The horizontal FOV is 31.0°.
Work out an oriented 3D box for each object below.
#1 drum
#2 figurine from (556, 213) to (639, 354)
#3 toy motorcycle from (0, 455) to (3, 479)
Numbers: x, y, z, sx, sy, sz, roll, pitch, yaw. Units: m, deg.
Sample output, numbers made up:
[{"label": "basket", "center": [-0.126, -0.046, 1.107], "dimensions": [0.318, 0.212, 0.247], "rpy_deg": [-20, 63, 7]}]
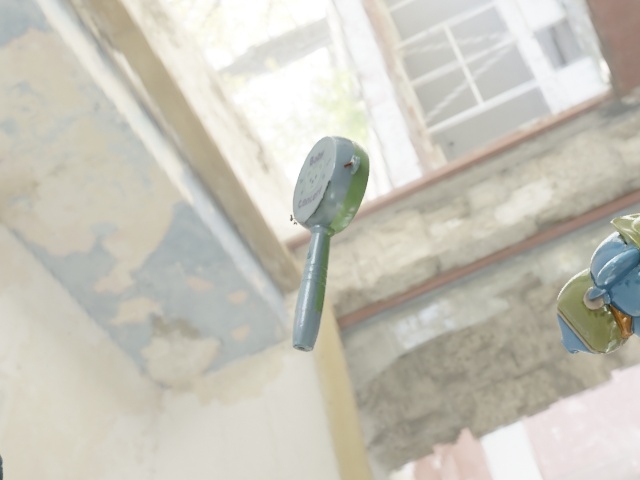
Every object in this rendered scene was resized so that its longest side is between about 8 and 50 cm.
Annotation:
[{"label": "drum", "center": [-0.008, 0.001, 1.326], "dimensions": [0.049, 0.253, 0.130], "rpy_deg": [19, 172, -22]}, {"label": "figurine", "center": [0.440, 0.062, 1.623], "dimensions": [0.262, 0.180, 0.153], "rpy_deg": [107, 162, -50]}, {"label": "toy motorcycle", "center": [-0.365, 0.354, 1.274], "dimensions": [0.232, 0.172, 0.416], "rpy_deg": [-18, 87, 61]}]
